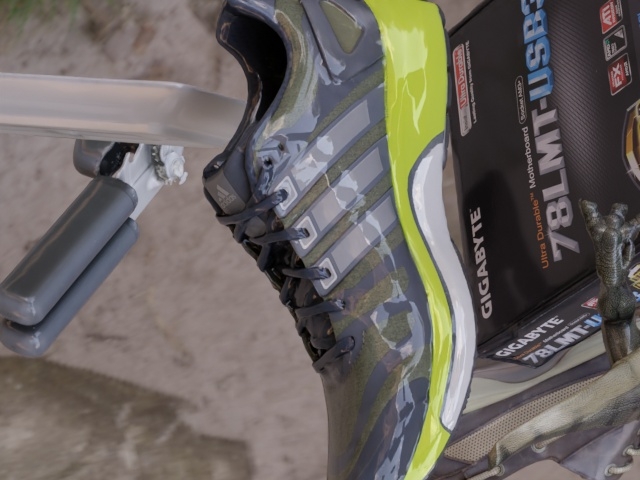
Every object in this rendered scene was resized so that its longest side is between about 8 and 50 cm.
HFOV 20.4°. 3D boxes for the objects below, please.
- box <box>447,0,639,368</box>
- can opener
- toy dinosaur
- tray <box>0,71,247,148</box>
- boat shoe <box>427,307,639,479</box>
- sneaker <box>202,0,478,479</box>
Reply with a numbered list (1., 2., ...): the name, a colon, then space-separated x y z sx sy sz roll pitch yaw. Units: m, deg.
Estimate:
1. box: 0.208 -0.094 1.317 0.073 0.293 0.295 15 58 -30
2. can opener: -0.191 -0.019 1.467 0.093 0.074 0.280 15 46 16
3. toy dinosaur: 0.161 0.042 0.851 0.268 0.064 0.118 2 96 -56
4. tray: -0.174 -0.081 1.082 0.145 0.270 0.030 5 90 -69
5. boat shoe: 0.222 0.138 1.512 0.355 0.132 0.130 -20 91 18
6. sneaker: 0.000 0.000 0.916 0.121 0.111 0.300 5 66 -23
